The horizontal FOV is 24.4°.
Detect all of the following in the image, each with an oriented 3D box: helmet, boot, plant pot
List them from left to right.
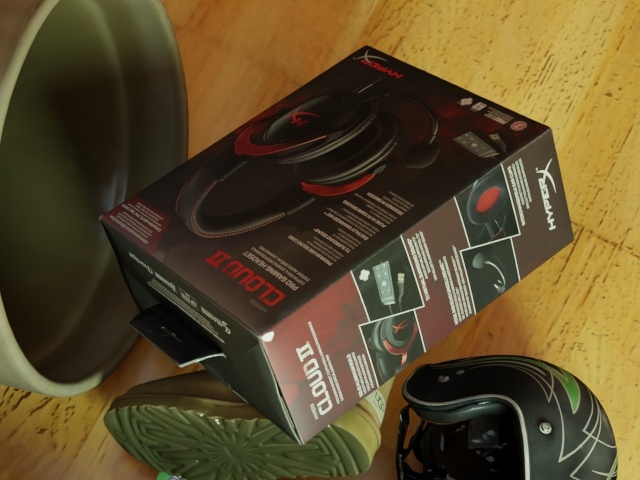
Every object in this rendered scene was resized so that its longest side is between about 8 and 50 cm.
[{"bbox_3d":[-0.288,-0.061,1.124,0.280,0.323,0.323,8,71,18],"label":"plant pot"},{"bbox_3d":[-0.015,0.066,1.162,0.236,0.089,0.269,1,42,25],"label":"boot"},{"bbox_3d":[0.144,0.165,1.116,0.161,0.169,0.169,8,71,22],"label":"helmet"}]

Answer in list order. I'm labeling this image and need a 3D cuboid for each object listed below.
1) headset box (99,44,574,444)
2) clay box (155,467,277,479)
[{"bbox_3d":[0.000,0.000,1.072,0.293,0.110,0.218,-34,39,-20],"label":"headset box"},{"bbox_3d":[-0.035,0.256,1.142,0.222,0.053,0.127,21,70,5],"label":"clay box"}]
